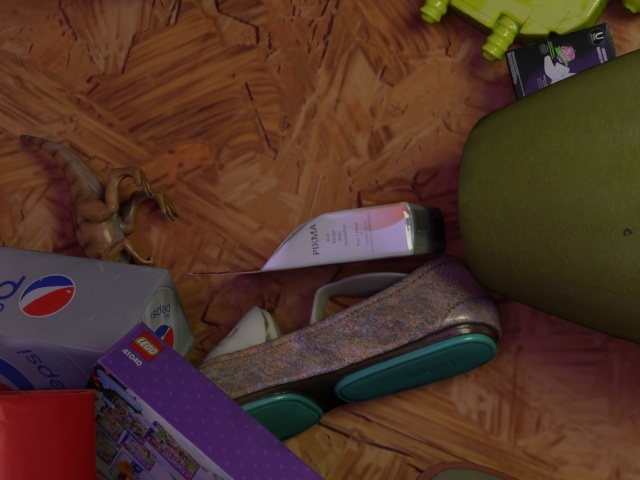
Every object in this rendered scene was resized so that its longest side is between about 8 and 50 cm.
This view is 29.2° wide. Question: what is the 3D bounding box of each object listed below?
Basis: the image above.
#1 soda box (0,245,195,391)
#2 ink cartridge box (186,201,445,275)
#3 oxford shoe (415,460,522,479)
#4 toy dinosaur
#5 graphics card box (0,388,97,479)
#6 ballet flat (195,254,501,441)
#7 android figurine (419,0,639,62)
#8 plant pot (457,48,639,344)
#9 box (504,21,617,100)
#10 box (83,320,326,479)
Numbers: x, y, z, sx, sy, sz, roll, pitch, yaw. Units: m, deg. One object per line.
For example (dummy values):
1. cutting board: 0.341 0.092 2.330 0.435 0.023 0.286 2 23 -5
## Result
1. soda box: -0.258 0.070 1.032 0.286 0.091 0.098 6 46 22
2. ink cartridge box: 0.000 0.000 0.976 0.179 0.145 0.045 -4 89 15
3. oxford shoe: 0.223 0.317 0.914 0.397 0.140 0.146 32 124 11
4. toy dinosaur: -0.195 -0.029 1.074 0.112 0.064 0.211 -26 78 12
5. graphics card box: -0.290 0.235 0.955 0.371 0.094 0.233 -12 79 51
6. ballet flat: -0.009 0.095 1.004 0.316 0.107 0.106 -20 60 7
7. android figurine: 0.188 -0.274 1.002 0.248 0.056 0.273 37 93 15
8. plant pot: 0.258 -0.029 0.871 0.293 0.274 0.275 -2 84 30
9. box: 0.196 -0.131 0.979 0.083 0.062 0.052 -14 79 14
10. box: -0.071 0.220 0.920 0.293 0.057 0.201 40 135 5
